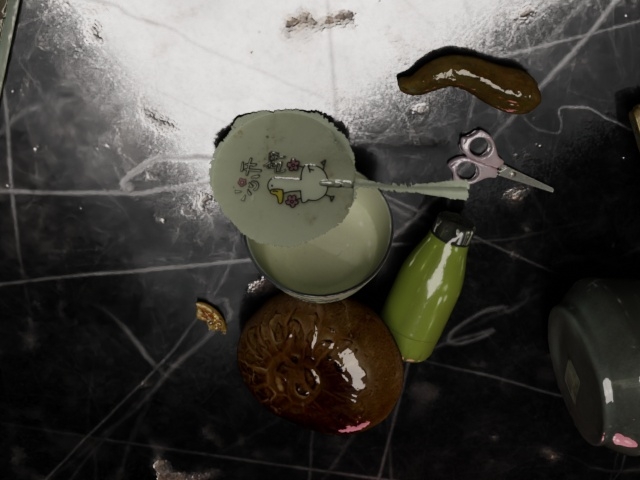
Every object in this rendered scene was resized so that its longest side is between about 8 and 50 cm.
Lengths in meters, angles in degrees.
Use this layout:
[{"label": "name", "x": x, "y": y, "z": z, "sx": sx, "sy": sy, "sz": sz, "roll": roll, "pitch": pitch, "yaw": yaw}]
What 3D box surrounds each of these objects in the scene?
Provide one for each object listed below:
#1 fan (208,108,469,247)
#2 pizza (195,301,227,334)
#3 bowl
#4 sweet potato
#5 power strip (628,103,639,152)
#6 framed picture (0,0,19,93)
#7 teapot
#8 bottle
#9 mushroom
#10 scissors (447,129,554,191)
[{"label": "fan", "x": 0.028, "y": -0.090, "z": 1.674, "sx": 0.414, "sy": 0.012, "sz": 0.233, "roll": 7, "pitch": 76, "yaw": 2}, {"label": "pizza", "x": -0.192, "y": 0.137, "z": 1.854, "sx": 0.037, "sy": 0.016, "sz": 0.083, "roll": -31, "pitch": 115, "yaw": 18}, {"label": "bowl", "x": 0.000, "y": 0.000, "z": 1.711, "sx": 0.237, "sy": 0.238, "sz": 0.126, "roll": -7, "pitch": 158, "yaw": 0}, {"label": "sweet potato", "x": 0.241, "y": -0.250, "z": 1.672, "sx": 0.233, "sy": 0.062, "sz": 0.081, "roll": 9, "pitch": 116, "yaw": -4}, {"label": "power strip", "x": 0.557, "y": -0.085, "z": 1.711, "sx": 0.044, "sy": 0.064, "sz": 0.305, "roll": -18, "pitch": 92, "yaw": 8}, {"label": "framed picture", "x": -0.615, "y": -0.336, "z": 1.608, "sx": 0.293, "sy": 0.018, "sz": 0.231, "roll": 16, "pitch": 114, "yaw": -10}, {"label": "teapot", "x": 0.596, "y": 0.205, "z": 1.803, "sx": 0.361, "sy": 0.306, "sz": 0.376, "roll": -13, "pitch": 144, "yaw": -5}, {"label": "bottle", "x": 0.182, "y": 0.076, "z": 1.793, "sx": 0.112, "sy": 0.112, "sz": 0.260, "roll": 17, "pitch": 113, "yaw": -11}, {"label": "mushroom", "x": -0.004, "y": 0.213, "z": 1.795, "sx": 0.297, "sy": 0.163, "sz": 0.278, "roll": 9, "pitch": 127, "yaw": 25}, {"label": "scissors", "x": 0.307, "y": -0.116, "z": 1.764, "sx": 0.189, "sy": 0.015, "sz": 0.100, "roll": 19, "pitch": 114, "yaw": -14}]
